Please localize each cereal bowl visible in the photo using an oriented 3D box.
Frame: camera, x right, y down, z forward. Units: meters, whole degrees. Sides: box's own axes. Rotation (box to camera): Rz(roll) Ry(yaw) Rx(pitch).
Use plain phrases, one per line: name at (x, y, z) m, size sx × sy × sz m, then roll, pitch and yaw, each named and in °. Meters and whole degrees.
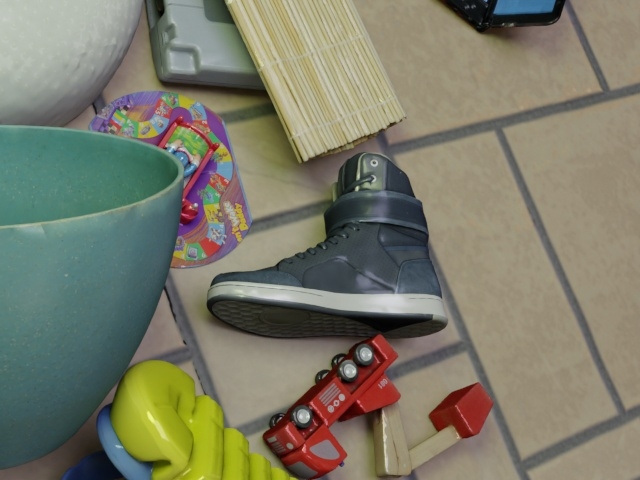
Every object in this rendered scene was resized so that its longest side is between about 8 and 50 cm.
cereal bowl at (-0.289, -0.253, 0.989) m, size 0.339 × 0.141 × 0.339 m, roll 12°, pitch 65°, yaw -27°

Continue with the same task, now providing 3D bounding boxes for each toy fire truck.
toy fire truck at (0.053, 0.160, 1.078) m, size 0.135 × 0.047 × 0.192 m, roll 52°, pitch 56°, yaw -5°

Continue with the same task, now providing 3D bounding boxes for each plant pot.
plant pot at (-0.241, 0.043, 0.845) m, size 0.290 × 0.290 × 0.195 m, roll -8°, pitch 110°, yaw -32°

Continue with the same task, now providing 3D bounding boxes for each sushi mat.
sushi mat at (-0.031, -0.231, 1.123) m, size 0.151 × 0.019 × 0.316 m, roll -29°, pitch 95°, yaw -45°

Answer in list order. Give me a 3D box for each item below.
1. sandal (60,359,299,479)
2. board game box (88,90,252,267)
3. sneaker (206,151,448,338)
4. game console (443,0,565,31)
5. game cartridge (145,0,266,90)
sandal at (-0.081, 0.231, 0.937) m, size 0.317 × 0.138 × 0.126 m, roll 50°, pitch 15°, yaw -21°
board game box at (-0.123, -0.061, 1.072) m, size 0.133 × 0.033 × 0.168 m, roll -8°, pitch 76°, yaw -32°
sneaker at (0.000, 0.001, 1.087) m, size 0.226 × 0.086 × 0.163 m, roll 5°, pitch 68°, yaw -28°
game console at (0.201, -0.304, 1.324) m, size 0.124 × 0.085 × 0.144 m, roll 35°, pitch 56°, yaw -22°
game cartridge at (-0.077, -0.282, 1.177) m, size 0.198 × 0.062 × 0.297 m, roll 3°, pitch 69°, yaw -34°
